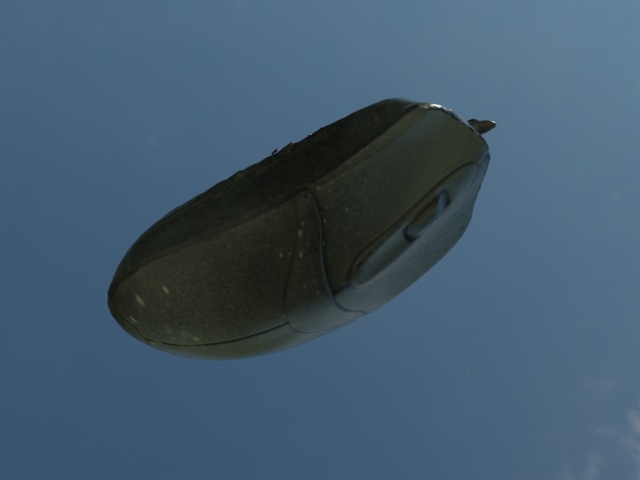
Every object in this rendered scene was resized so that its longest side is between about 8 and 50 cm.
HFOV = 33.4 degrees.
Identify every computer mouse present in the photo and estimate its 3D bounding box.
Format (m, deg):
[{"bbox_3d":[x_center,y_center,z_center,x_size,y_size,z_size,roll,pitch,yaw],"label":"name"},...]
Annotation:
[{"bbox_3d":[0.001,0.005,0.555,0.229,0.113,0.068,-27,-129,-1],"label":"computer mouse"}]
